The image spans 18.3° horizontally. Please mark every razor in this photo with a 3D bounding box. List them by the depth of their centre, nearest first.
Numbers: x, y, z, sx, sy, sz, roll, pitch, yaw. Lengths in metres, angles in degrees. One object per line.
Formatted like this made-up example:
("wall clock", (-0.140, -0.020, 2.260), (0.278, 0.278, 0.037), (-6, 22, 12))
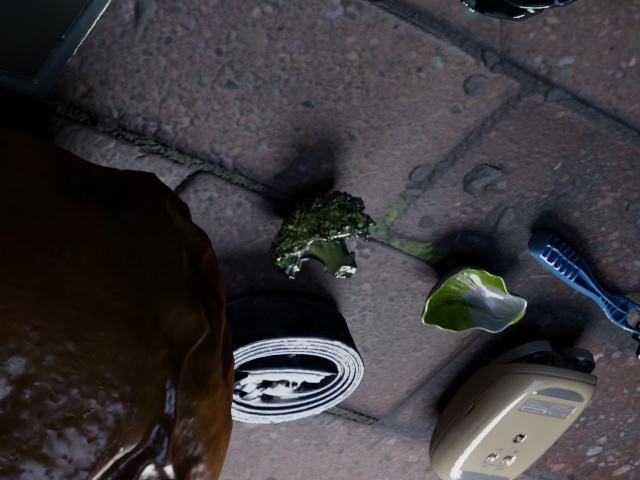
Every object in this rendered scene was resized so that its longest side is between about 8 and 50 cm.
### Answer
("razor", (0.310, 0.053, 2.253), (0.253, 0.042, 0.082), (34, 75, -45))

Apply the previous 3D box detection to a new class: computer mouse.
("computer mouse", (0.225, 0.205, 2.361), (0.145, 0.082, 0.236), (12, 129, -33))

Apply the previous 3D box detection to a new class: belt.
("belt", (-0.046, 0.127, 2.149), (0.190, 0.082, 0.141), (3, 133, -25))

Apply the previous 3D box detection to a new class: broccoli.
("broccoli", (0.000, 0.000, 2.016), (0.097, 0.092, 0.095), (-24, 165, -21))

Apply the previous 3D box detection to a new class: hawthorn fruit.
("hawthorn fruit", (-0.277, 0.127, 1.779), (0.472, 0.471, 0.471), (-12, 141, -10))

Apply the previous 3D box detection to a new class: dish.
("dish", (0.169, 0.060, 2.201), (0.137, 0.039, 0.091), (18, 122, -40))

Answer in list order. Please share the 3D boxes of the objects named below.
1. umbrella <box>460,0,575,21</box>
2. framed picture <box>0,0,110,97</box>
("umbrella", (0.237, -0.261, 1.811), (0.349, 0.094, 0.143), (-8, 135, -13))
("framed picture", (-0.305, -0.239, 1.652), (0.296, 0.019, 0.232), (16, 128, -36))
